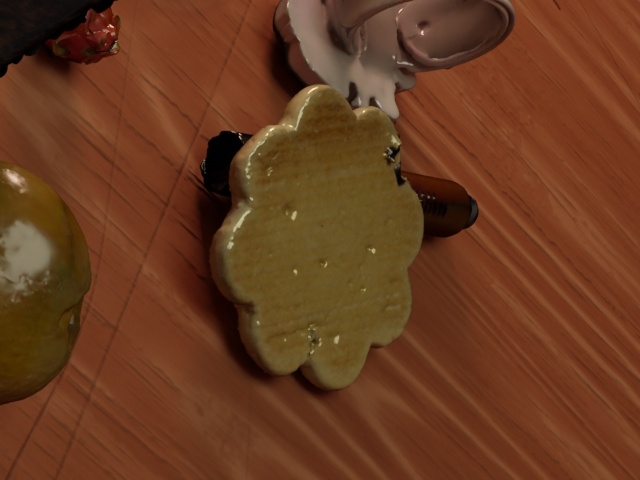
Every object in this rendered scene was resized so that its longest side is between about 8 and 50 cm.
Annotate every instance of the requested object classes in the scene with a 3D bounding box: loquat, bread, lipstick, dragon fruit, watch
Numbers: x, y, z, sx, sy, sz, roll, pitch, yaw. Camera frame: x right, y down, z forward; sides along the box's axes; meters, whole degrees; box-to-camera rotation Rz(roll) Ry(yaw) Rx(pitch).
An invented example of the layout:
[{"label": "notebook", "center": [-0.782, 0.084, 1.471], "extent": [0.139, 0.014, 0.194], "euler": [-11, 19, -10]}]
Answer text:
[{"label": "loquat", "center": [-0.291, 0.041, 1.561], "extent": [0.213, 0.213, 0.213], "euler": [28, 49, -38]}, {"label": "bread", "center": [0.000, 0.000, 1.970], "extent": [0.316, 0.054, 0.316], "euler": [-5, 97, -48]}, {"label": "lipstick", "center": [0.033, -0.057, 2.098], "extent": [0.418, 0.077, 0.077], "euler": [9, 62, -48]}, {"label": "dragon fruit", "center": [-0.241, -0.224, 1.866], "extent": [0.081, 0.086, 0.116], "euler": [-22, 76, -16]}, {"label": "watch", "center": [0.093, -0.255, 2.162], "extent": [0.244, 0.231, 0.196], "euler": [15, 60, -49]}]

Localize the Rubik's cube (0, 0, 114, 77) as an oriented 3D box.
[{"label": "Rubik's cube", "center": [-0.380, -0.313, 1.554], "extent": [0.318, 0.316, 0.313], "euler": [19, 55, -45]}]
